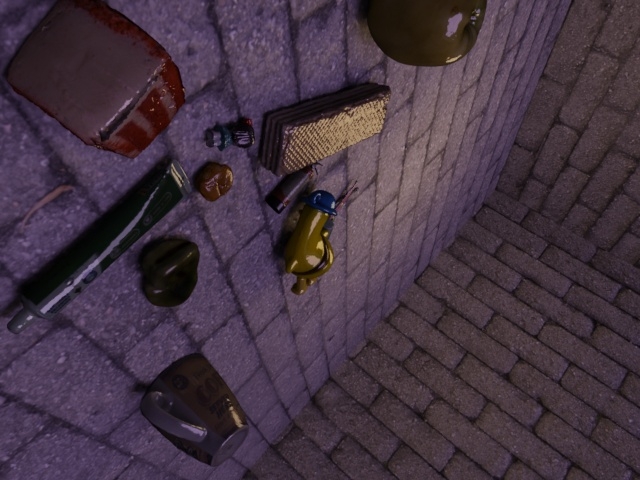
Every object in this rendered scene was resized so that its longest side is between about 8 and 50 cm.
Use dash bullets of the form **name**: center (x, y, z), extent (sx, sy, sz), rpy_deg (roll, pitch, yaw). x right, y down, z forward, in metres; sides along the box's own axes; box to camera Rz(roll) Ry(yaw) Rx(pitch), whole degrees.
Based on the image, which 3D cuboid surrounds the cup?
- **cup**: center (-0.341, 0.470, 1.298), extent (0.227, 0.257, 0.301), rpy_deg (-56, 155, -1)

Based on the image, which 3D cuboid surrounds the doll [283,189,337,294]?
- **doll**: center (-0.031, 0.011, 1.394), extent (0.199, 0.145, 0.363), rpy_deg (-44, 151, -43)

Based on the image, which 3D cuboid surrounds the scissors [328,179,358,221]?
- **scissors**: center (0.060, -0.115, 1.542), extent (0.187, 0.020, 0.133), rpy_deg (-47, 159, -11)

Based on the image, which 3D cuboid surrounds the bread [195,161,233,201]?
- **bread**: center (-0.218, -0.120, 0.980), extent (0.083, 0.046, 0.081), rpy_deg (-27, 143, -44)

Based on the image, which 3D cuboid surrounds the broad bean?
- **broad bean**: center (-0.318, 0.071, 1.041), extent (0.153, 0.072, 0.207), rpy_deg (-42, 166, -20)

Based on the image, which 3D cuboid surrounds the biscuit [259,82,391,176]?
- **biscuit**: center (0.029, -0.287, 1.176), extent (0.426, 0.078, 0.144), rpy_deg (-32, 148, -43)

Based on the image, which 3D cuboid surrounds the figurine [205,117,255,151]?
- **figurine**: center (-0.175, -0.209, 0.945), extent (0.106, 0.047, 0.060), rpy_deg (-19, 103, -43)

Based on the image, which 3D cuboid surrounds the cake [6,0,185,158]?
- **cake**: center (-0.305, -0.217, 0.681), extent (0.158, 0.159, 0.262), rpy_deg (-52, -169, -5)

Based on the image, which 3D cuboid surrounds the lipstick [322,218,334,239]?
- **lipstick**: center (0.000, 0.000, 1.533), extent (0.048, 0.048, 0.158), rpy_deg (-32, 154, -41)

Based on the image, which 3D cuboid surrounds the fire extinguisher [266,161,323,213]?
- **fire extinguisher**: center (-0.063, -0.146, 1.229), extent (0.177, 0.050, 0.062), rpy_deg (-49, 130, -11)

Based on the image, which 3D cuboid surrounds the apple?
- **apple**: center (0.241, -0.518, 1.074), extent (0.262, 0.262, 0.262), rpy_deg (-42, 154, -26)

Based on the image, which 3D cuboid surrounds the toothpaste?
- **toothpaste**: center (-0.380, 0.010, 0.839), extent (0.392, 0.061, 0.099), rpy_deg (-49, 156, -20)
